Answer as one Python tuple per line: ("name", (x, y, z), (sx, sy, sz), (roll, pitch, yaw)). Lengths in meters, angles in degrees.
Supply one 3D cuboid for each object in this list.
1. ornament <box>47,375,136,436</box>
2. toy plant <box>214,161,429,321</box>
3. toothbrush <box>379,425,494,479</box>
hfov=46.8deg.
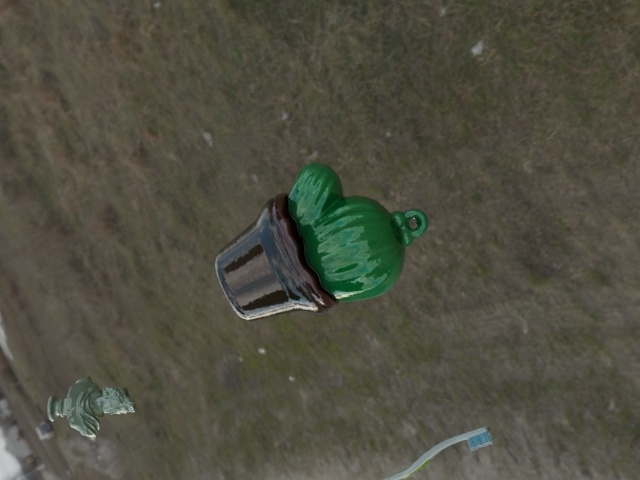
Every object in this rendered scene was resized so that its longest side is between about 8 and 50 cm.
("ornament", (-0.269, 0.193, 0.868), (0.068, 0.092, 0.041), (57, 168, 13))
("toy plant", (0.000, 0.000, 0.703), (0.105, 0.200, 0.143), (44, -160, -81))
("toothbrush", (0.104, 0.299, 0.966), (0.022, 0.263, 0.026), (22, -137, -62))
